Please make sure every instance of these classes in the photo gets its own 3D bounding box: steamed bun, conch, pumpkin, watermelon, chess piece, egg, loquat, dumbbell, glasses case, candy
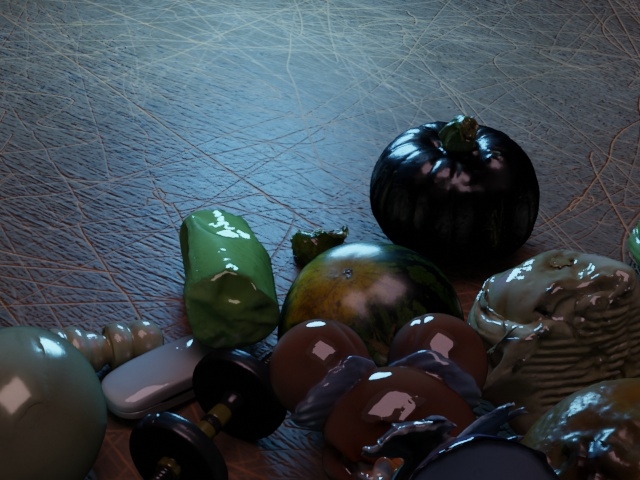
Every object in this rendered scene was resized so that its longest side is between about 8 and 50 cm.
[{"bbox_3d":[0.334,0.146,1.501,0.268,0.280,0.207,-39,29,0],"label":"steamed bun"},{"bbox_3d":[0.000,0.000,1.820,0.121,0.074,0.089,-25,22,31],"label":"conch"},{"bbox_3d":[0.230,-0.111,1.826,0.296,0.295,0.296,2,36,-1],"label":"pumpkin"},{"bbox_3d":[0.066,0.130,1.499,0.269,0.269,0.269,2,36,-1],"label":"watermelon"},{"bbox_3d":[-0.317,0.158,1.573,0.170,0.094,0.094,-13,38,-27],"label":"chess piece"},{"bbox_3d":[-0.385,0.228,1.356,0.219,0.219,0.269,-7,42,-14],"label":"egg"},{"bbox_3d":[0.371,0.312,1.217,0.328,0.328,0.328,2,36,-1],"label":"loquat"},{"bbox_3d":[-0.147,0.247,1.409,0.143,0.143,0.325,20,39,22],"label":"dumbbell"},{"bbox_3d":[-0.209,0.192,1.551,0.233,0.059,0.092,-24,40,-34],"label":"glasses case"},{"bbox_3d":[-0.146,0.050,1.645,0.142,0.132,0.343,-22,22,-2],"label":"candy"}]

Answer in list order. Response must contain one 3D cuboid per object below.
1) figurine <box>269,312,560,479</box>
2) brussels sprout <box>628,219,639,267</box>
[{"bbox_3d":[0.100,0.227,1.192,0.277,0.248,0.388,1,5,-13],"label":"figurine"},{"bbox_3d":[0.634,0.013,1.776,0.223,0.161,0.223,3,43,-3],"label":"brussels sprout"}]
